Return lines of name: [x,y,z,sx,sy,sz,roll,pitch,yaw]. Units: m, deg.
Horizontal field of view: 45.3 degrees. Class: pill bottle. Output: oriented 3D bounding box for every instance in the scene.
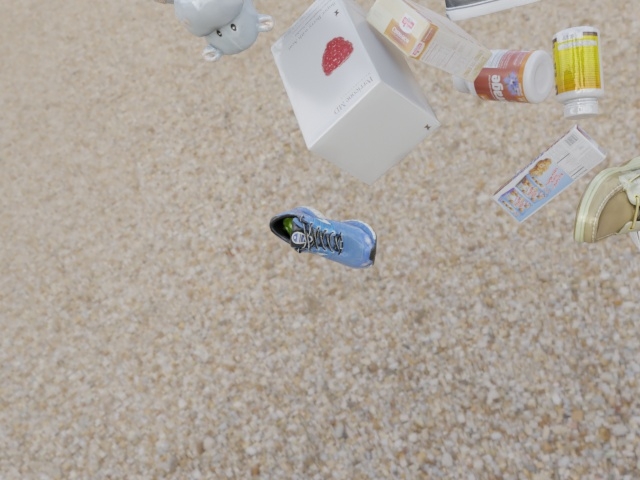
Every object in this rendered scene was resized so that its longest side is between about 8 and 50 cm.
pill bottle: [0.425,-0.387,1.805,0.216,0.121,0.121,14,49,43]
pill bottle: [0.645,-0.415,1.919,0.117,0.215,0.117,-3,-2,0]

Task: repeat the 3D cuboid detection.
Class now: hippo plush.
hippo plush: [-0.216,-0.444,1.420,0.234,0.294,0.236,-20,67,19]

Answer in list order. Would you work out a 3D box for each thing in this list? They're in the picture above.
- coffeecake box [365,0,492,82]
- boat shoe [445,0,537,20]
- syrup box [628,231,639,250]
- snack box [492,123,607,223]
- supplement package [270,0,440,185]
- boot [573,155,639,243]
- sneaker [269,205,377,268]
coffeecake box: [0.195,-0.367,1.377,0.068,0.185,0.142,-57,48,24]
boat shoe: [0.309,-0.420,1.235,0.228,0.076,0.080,-11,26,16]
syrup box: [0.581,-0.063,1.353,0.096,0.093,0.237,-14,12,14]
snack box: [0.346,-0.098,1.171,0.178,0.064,0.022,-45,5,42]
supplement package: [0.056,-0.280,1.385,0.177,0.175,0.293,-41,47,24]
boot: [0.408,-0.031,0.898,0.165,0.077,0.213,26,37,36]
sneaker: [0.000,0.000,1.932,0.330,0.129,0.147,17,18,40]
